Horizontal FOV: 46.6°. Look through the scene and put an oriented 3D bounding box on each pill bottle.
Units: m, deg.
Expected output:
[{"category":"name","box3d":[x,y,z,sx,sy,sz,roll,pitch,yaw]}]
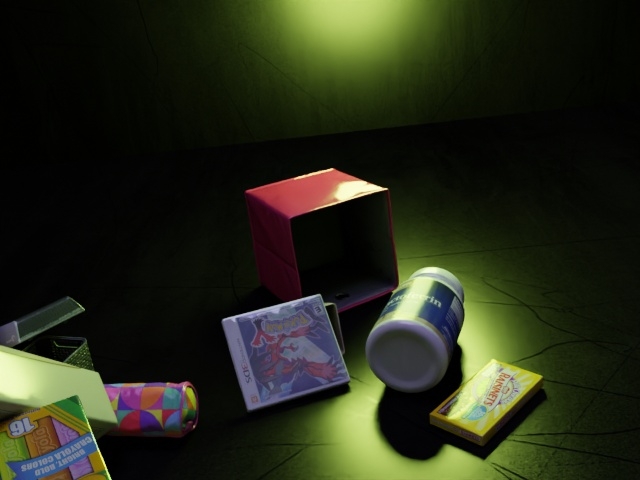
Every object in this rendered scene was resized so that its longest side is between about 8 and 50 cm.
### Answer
[{"category":"pill bottle","box3d":[0.193,0.162,1.434,0.153,0.153,0.264,2,24,21]}]

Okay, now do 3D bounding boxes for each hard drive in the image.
[{"category":"hard drive","box3d":[-0.631,0.189,1.601,0.172,0.054,0.255,-29,5,-42]}]

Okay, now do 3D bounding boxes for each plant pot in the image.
[{"category":"plant pot","box3d":[-0.024,0.183,1.518,0.109,0.108,0.096,-14,10,-15]}]

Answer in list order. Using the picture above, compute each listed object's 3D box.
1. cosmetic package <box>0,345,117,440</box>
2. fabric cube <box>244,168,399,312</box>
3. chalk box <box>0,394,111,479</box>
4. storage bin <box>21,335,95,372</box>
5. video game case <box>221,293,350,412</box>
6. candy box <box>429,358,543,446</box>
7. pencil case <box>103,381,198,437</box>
[{"category":"cosmetic package","box3d":[-0.482,0.261,1.143,0.160,0.309,0.113,-36,61,7]},{"category":"fabric cube","box3d":[0.000,0.000,1.744,0.254,0.259,0.258,-18,23,-24]},{"category":"chalk box","box3d":[-0.360,0.384,0.998,0.179,0.180,0.289,-17,36,-24]},{"category":"storage bin","box3d":[-0.547,0.271,1.471,0.122,0.084,0.180,1,25,18]},{"category":"video game case","box3d":[-0.066,0.209,1.406,0.201,0.023,0.183,-13,68,-16]},{"category":"candy box","box3d":[0.291,0.277,1.293,0.105,0.027,0.206,18,33,39]},{"category":"pencil case","box3d":[-0.338,0.304,1.322,0.237,0.104,0.104,-5,22,10]}]
